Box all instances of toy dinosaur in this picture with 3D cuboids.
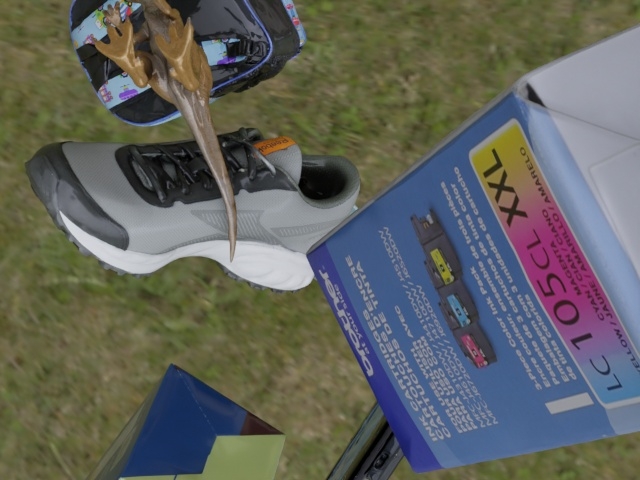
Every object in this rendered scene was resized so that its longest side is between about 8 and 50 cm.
[{"bbox_3d":[-0.087,-0.101,1.019,0.064,0.112,0.211,-25,74,11],"label":"toy dinosaur"}]

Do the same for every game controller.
[{"bbox_3d":[0.045,0.212,1.575,0.067,0.166,0.319,34,114,7],"label":"game controller"}]

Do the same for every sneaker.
[{"bbox_3d":[-0.082,-0.037,1.074,0.271,0.100,0.108,6,131,-48],"label":"sneaker"}]

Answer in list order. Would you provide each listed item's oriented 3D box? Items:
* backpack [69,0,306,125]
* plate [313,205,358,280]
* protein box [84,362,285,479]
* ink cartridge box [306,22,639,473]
[{"bbox_3d":[-0.121,-0.185,1.376,0.173,0.117,0.158,-29,89,25],"label":"backpack"},{"bbox_3d":[0.000,0.000,1.792,0.024,0.188,0.188,-44,115,-29],"label":"plate"},{"bbox_3d":[-0.155,0.264,1.470,0.136,0.200,0.201,33,116,-8],"label":"protein box"},{"bbox_3d":[0.165,-0.010,0.789,0.270,0.395,0.151,-24,87,-18],"label":"ink cartridge box"}]
